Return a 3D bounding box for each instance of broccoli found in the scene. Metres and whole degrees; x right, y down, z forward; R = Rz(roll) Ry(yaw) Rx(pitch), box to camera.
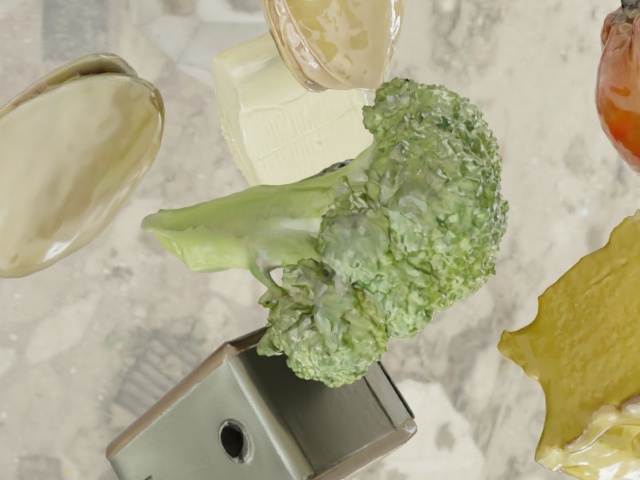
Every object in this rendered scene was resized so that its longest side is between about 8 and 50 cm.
[{"bbox_3d":[0.029,0.017,0.972,0.302,0.254,0.186,-35,129,16],"label":"broccoli"}]

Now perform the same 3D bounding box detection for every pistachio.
[{"bbox_3d":[-0.298,-0.083,1.256,0.288,0.166,0.197,-53,139,-2],"label":"pistachio"},{"bbox_3d":[0.006,-0.306,1.296,0.181,0.162,0.293,-36,129,-40],"label":"pistachio"}]

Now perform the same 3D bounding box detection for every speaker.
[{"bbox_3d":[-0.057,0.185,1.076,0.192,0.231,0.153,-17,72,-48],"label":"speaker"}]

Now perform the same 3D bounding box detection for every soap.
[{"bbox_3d":[0.314,0.084,0.805,0.281,0.259,0.143,26,36,-32],"label":"soap"}]

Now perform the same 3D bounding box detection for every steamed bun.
[{"bbox_3d":[-0.038,-0.175,1.535,0.200,0.155,0.250,-23,137,-10],"label":"steamed bun"}]

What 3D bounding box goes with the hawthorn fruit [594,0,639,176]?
[{"bbox_3d":[0.349,-0.157,0.910,0.284,0.284,0.284,-16,112,-45],"label":"hawthorn fruit"}]
